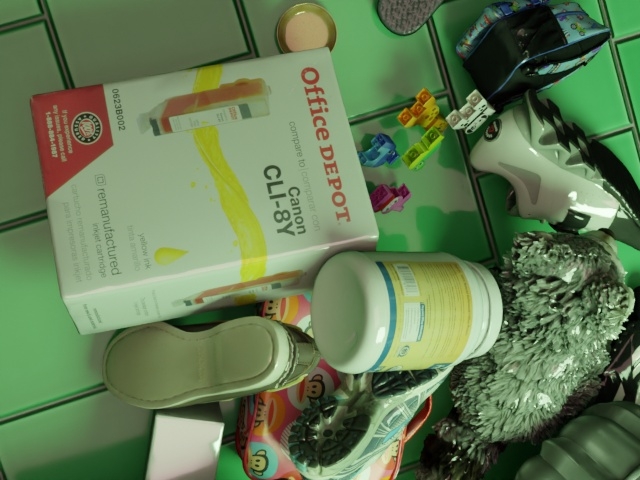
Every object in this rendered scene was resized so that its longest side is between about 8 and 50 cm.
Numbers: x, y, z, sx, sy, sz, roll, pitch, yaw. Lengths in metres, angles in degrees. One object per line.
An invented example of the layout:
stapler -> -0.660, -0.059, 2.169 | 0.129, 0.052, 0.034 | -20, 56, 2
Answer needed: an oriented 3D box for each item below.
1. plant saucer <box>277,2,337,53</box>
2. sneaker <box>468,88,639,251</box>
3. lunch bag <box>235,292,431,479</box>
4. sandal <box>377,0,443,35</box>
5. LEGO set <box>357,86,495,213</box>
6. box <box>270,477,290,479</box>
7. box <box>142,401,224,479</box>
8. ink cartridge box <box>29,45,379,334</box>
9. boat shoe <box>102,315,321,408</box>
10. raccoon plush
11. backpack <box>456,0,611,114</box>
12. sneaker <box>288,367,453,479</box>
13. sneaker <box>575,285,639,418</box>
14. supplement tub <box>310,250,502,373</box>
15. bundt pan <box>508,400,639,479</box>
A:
plant saucer -> -0.019, -0.282, 1.509 | 0.083, 0.015, 0.083 | -1, 94, -9
sneaker -> 0.339, -0.070, 1.538 | 0.330, 0.122, 0.146 | 36, 124, -26
lunch bag -> 0.027, 0.196, 1.504 | 0.258, 0.120, 0.293 | 9, 93, -10
sandal -> 0.181, -0.384, 1.519 | 0.254, 0.054, 0.097 | -37, 92, 6
LEGO set -> 0.141, -0.135, 1.510 | 0.227, 0.093, 0.087 | -44, 63, 23
box -> -0.193, 0.478, 1.417 | 0.395, 0.097, 0.318 | -14, 126, 0
box -> -0.189, 0.306, 1.476 | 0.091, 0.130, 0.170 | 9, 94, -9
ink cartridge box -> -0.144, -0.065, 1.390 | 0.385, 0.160, 0.279 | -11, 70, -8
boat shoe -> -0.148, 0.156, 1.420 | 0.097, 0.324, 0.116 | 14, 70, -50
raccoon plush -> 0.264, 0.189, 1.405 | 0.216, 0.299, 0.446 | 16, 79, 8
backpack -> 0.294, -0.268, 1.492 | 0.173, 0.158, 0.117 | -23, 80, -19
sneaker -> 0.069, 0.212, 1.420 | 0.283, 0.122, 0.110 | -38, 56, -24
sneaker -> 0.412, 0.164, 1.578 | 0.121, 0.079, 0.216 | 9, 95, -11
supplement tub -> 0.104, 0.085, 1.329 | 0.200, 0.144, 0.144 | 1, 95, -32
bundt pan -> 0.344, 0.343, 1.488 | 0.331, 0.331, 0.124 | -44, 63, -3
